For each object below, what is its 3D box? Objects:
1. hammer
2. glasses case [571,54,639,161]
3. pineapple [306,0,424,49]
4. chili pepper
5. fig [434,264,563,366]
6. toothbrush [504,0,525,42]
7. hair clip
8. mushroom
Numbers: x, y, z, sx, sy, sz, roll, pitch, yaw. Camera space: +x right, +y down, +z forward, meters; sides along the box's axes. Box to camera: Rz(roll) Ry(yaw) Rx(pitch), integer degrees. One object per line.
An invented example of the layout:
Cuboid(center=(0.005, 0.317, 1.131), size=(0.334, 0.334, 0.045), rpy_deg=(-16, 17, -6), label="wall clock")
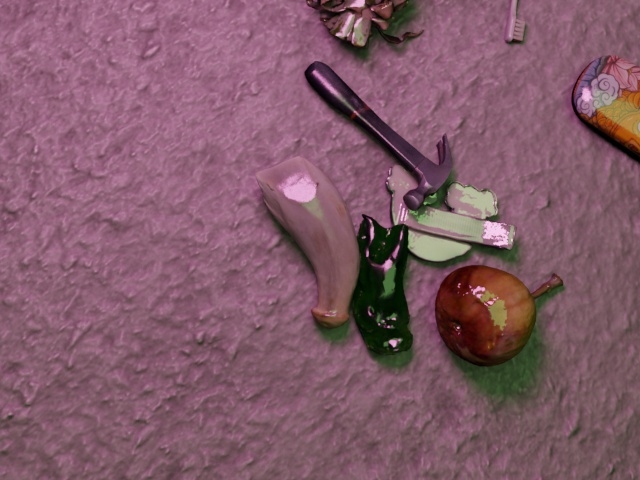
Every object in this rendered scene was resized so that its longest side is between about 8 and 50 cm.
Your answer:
Cuboid(center=(0.090, -0.186, 1.894), size=(0.290, 0.037, 0.137), rpy_deg=(44, 58, 6), label="hammer")
Cuboid(center=(0.560, -0.183, 1.947), size=(0.321, 0.082, 0.122), rpy_deg=(33, 79, -3), label="glasses case")
Cuboid(center=(0.092, -0.441, 1.869), size=(0.262, 0.262, 0.271), rpy_deg=(26, 105, -4), label="pineapple")
Cuboid(center=(0.096, 0.068, 1.867), size=(0.098, 0.061, 0.224), rpy_deg=(-5, 89, 13), label="chili pepper")
Cuboid(center=(0.294, 0.102, 1.848), size=(0.231, 0.143, 0.160), rpy_deg=(-19, 78, -8), label="fig")
Cuboid(center=(0.345, -0.494, 1.980), size=(0.030, 0.025, 0.342), rpy_deg=(10, 83, -13), label="toothbrush")
Cuboid(center=(0.201, -0.031, 1.901), size=(0.220, 0.054, 0.140), rpy_deg=(13, 87, -4), label="hair clip")
Cuboid(center=(0.000, 0.000, 1.841), size=(0.118, 0.103, 0.270), rpy_deg=(-23, 90, 8), label="mushroom")
